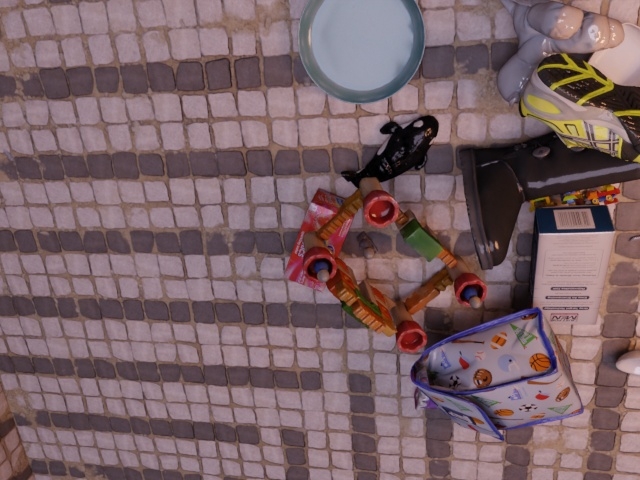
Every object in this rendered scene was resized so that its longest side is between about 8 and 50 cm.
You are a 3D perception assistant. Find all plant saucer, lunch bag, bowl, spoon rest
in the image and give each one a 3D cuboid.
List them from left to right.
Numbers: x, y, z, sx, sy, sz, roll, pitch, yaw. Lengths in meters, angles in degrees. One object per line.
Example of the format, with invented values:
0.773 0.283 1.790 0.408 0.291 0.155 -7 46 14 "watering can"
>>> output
0.102 -0.502 1.504 0.318 0.043 0.317 4 114 10 "plant saucer"
0.482 0.392 1.667 0.386 0.238 0.328 -20 137 22 "lunch bag"
0.706 -0.421 1.404 0.142 0.053 0.142 35 117 -5 "bowl"
0.969 0.356 1.671 0.277 0.084 0.137 3 151 9 "spoon rest"

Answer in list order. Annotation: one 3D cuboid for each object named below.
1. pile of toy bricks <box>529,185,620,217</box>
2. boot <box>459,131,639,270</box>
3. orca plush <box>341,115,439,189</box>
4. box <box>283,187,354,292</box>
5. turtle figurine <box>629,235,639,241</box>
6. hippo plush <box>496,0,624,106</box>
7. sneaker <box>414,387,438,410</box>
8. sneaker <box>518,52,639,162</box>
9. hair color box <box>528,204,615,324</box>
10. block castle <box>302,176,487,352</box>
0.644 -0.128 1.537 0.212 0.118 0.105 -15 81 33 "pile of toy bricks"
0.568 -0.126 1.413 0.445 0.367 0.146 -10 142 16 "boot"
0.182 -0.222 1.580 0.287 0.102 0.151 -21 108 20 "orca plush"
0.000 0.000 1.708 0.128 0.122 0.256 22 117 0 "box"
0.977 0.034 1.470 0.275 0.198 0.266 33 122 -6 "turtle figurine"
0.496 -0.409 1.354 0.294 0.234 0.236 18 116 3 "hippo plush"
0.366 0.432 1.849 0.105 0.095 0.236 13 121 -1 "sneaker"
0.610 -0.254 1.292 0.385 0.145 0.147 32 153 1 "sneaker"
0.635 0.071 1.555 0.174 0.105 0.347 -1 133 13 "hair color box"
0.188 0.084 1.575 0.303 0.213 0.453 -42 118 16 "block castle"
